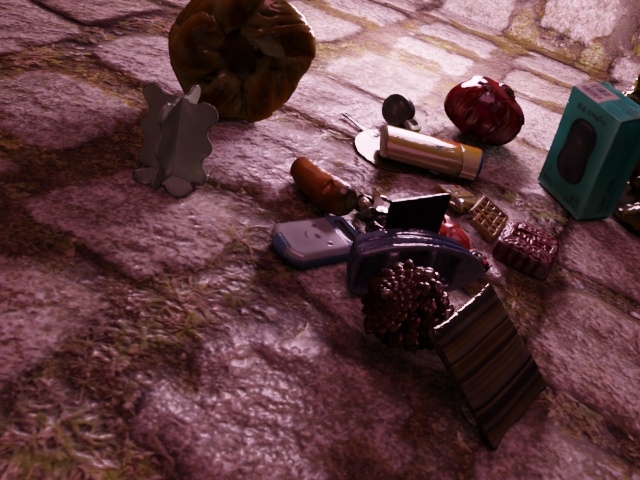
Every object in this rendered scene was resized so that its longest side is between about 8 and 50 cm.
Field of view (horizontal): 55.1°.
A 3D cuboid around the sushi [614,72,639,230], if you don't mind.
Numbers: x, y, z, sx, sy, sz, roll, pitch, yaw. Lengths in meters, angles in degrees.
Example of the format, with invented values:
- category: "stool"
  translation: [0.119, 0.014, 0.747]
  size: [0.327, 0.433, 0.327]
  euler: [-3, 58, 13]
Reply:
- category: "sushi"
  translation: [0.918, -0.229, 1.620]
  size: [0.240, 0.396, 0.351]
  euler: [-1, 51, -29]

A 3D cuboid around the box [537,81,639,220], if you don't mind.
- category: "box"
  translation: [0.711, -0.230, 1.607]
  size: [0.118, 0.311, 0.205]
  euler: [-6, 42, -15]

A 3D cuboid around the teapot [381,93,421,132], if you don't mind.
- category: "teapot"
  translation: [0.243, -0.369, 1.817]
  size: [0.092, 0.124, 0.091]
  euler: [-10, -1, 37]

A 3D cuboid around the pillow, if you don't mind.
- category: "pillow"
  translation: [0.284, 0.202, 1.025]
  size: [0.208, 0.052, 0.212]
  euler: [-25, 85, -45]

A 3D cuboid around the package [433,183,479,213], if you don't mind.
- category: "package"
  translation: [0.350, -0.104, 1.535]
  size: [0.121, 0.031, 0.108]
  euler: [-5, 42, -38]

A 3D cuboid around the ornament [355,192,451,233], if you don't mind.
- category: "ornament"
  translation: [0.136, -0.064, 1.318]
  size: [0.167, 0.153, 0.196]
  euler: [-8, 33, -32]

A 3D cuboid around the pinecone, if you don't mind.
- category: "pinecone"
  translation: [0.158, 0.119, 1.066]
  size: [0.174, 0.173, 0.173]
  euler: [11, 36, -8]

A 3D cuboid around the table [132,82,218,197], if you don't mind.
- category: "table"
  translation: [-0.300, -0.217, 1.281]
  size: [0.167, 0.198, 0.166]
  euler: [11, 37, -8]

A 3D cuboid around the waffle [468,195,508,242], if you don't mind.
- category: "waffle"
  translation: [0.400, -0.054, 1.477]
  size: [0.092, 0.021, 0.135]
  euler: [45, 40, 6]

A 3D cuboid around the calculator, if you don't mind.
- category: "calculator"
  translation: [0.000, 0.000, 1.250]
  size: [0.210, 0.039, 0.121]
  euler: [-9, 45, -32]

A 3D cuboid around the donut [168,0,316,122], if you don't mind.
- category: "donut"
  translation: [-0.194, -0.470, 1.539]
  size: [0.361, 0.360, 0.170]
  euler: [1, 37, -21]

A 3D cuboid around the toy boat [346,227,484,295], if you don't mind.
- category: "toy boat"
  translation: [0.185, 0.047, 1.188]
  size: [0.283, 0.127, 0.078]
  euler: [0, 33, -20]

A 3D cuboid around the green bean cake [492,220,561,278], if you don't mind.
- category: "green bean cake"
  translation: [0.473, 0.016, 1.402]
  size: [0.135, 0.056, 0.136]
  euler: [29, 37, 14]

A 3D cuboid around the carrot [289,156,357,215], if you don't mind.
- category: "carrot"
  translation: [0.001, -0.118, 1.374]
  size: [0.087, 0.087, 0.193]
  euler: [-15, 35, -36]

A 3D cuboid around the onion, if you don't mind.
- category: "onion"
  translation: [0.494, -0.386, 1.832]
  size: [0.247, 0.190, 0.246]
  euler: [27, 30, -17]

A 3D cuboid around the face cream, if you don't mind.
- category: "face cream"
  translation: [0.301, -0.233, 1.639]
  size: [0.285, 0.067, 0.139]
  euler: [14, 40, -7]

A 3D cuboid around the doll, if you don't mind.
- category: "doll"
  translation: [0.300, 0.007, 1.343]
  size: [0.109, 0.057, 0.169]
  euler: [-17, 47, -40]

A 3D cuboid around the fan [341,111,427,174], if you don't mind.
- category: "fan"
  translation: [0.174, -0.271, 1.702]
  size: [0.230, 0.011, 0.335]
  euler: [-19, 51, -39]
